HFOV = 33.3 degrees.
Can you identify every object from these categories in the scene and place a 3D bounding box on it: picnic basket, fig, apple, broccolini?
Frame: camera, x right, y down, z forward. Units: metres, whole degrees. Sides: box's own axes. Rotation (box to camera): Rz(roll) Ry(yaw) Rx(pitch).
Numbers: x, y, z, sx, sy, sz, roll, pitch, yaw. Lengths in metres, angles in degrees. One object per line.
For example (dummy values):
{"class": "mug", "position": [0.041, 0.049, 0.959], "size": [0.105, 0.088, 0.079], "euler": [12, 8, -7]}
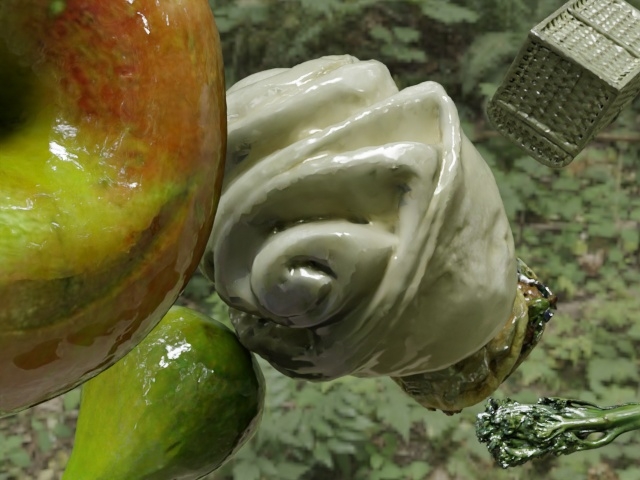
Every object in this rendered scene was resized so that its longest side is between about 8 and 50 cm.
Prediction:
{"class": "picnic basket", "position": [0.317, -0.198, 1.323], "size": [0.134, 0.154, 0.196], "euler": [37, 44, 14]}
{"class": "fig", "position": [-0.190, 0.210, 1.166], "size": [0.206, 0.206, 0.275], "euler": [15, 58, 36]}
{"class": "apple", "position": [-0.230, -0.058, 0.623], "size": [0.340, 0.339, 0.339], "euler": [0, 20, 0]}
{"class": "broccolini", "position": [0.230, 0.127, 0.756], "size": [0.239, 0.051, 0.054], "euler": [-7, 32, 11]}

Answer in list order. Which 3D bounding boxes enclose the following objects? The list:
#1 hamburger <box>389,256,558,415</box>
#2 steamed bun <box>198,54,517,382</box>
{"class": "hamburger", "position": [0.158, 0.093, 1.249], "size": [0.183, 0.206, 0.130], "euler": [39, -2, 22]}
{"class": "steamed bun", "position": [0.000, 0.000, 1.092], "size": [0.339, 0.352, 0.247], "euler": [-5, 31, 38]}
